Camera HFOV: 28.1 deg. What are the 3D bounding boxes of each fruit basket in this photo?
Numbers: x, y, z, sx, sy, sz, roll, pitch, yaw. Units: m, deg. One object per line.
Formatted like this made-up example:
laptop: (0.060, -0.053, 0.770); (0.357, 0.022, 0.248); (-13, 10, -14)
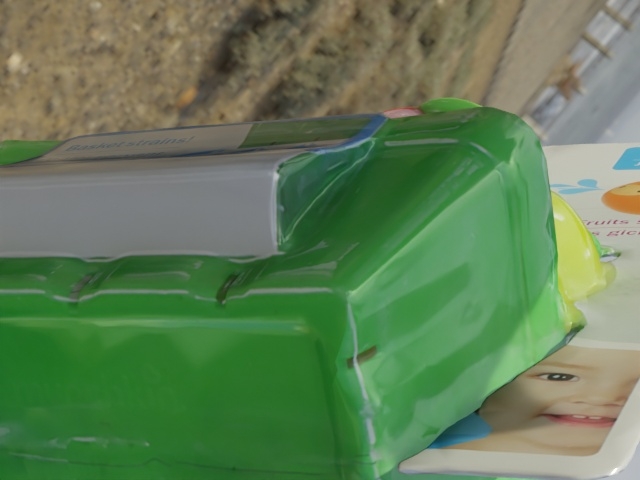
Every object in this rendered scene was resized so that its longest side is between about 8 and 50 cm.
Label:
fruit basket: (0.000, 0.000, 0.529); (0.353, 0.327, 0.165); (-45, 128, -55)
